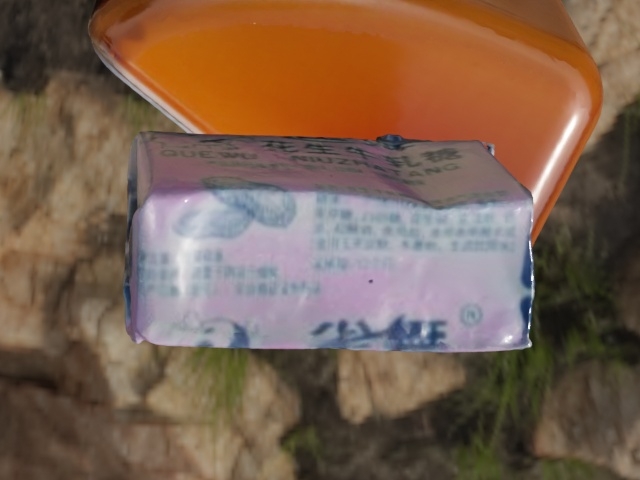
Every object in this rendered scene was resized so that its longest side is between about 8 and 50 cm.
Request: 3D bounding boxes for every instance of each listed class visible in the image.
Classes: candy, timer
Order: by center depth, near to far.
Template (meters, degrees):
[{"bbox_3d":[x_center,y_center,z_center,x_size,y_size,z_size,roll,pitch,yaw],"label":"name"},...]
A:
[{"bbox_3d":[0.000,0.000,0.760,0.160,0.092,0.073,1,111,-11],"label":"candy"},{"bbox_3d":[0.003,-0.101,1.018,0.250,0.257,0.161,24,110,-11],"label":"timer"}]
